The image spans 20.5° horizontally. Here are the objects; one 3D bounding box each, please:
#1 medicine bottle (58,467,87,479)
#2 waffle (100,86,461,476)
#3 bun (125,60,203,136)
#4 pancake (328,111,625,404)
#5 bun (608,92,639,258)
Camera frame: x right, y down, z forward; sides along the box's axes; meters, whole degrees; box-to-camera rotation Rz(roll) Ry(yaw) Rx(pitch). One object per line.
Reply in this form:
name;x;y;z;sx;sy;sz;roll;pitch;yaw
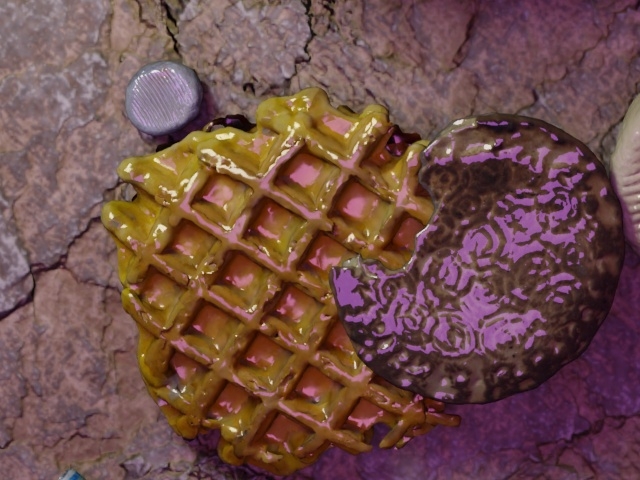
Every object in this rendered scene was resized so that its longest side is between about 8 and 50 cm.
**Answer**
medicine bottle;-0.206;0.316;1.854;0.191;0.051;0.051;39;99;0
waffle;-0.021;0.048;1.771;0.379;0.095;0.382;-16;101;10
bun;-0.159;-0.145;1.800;0.083;0.045;0.083;1;98;8
pancake;0.150;0.021;1.697;0.286;0.033;0.288;-5;103;3
bun;0.395;-0.062;1.696;0.244;0.153;0.244;13;119;25
